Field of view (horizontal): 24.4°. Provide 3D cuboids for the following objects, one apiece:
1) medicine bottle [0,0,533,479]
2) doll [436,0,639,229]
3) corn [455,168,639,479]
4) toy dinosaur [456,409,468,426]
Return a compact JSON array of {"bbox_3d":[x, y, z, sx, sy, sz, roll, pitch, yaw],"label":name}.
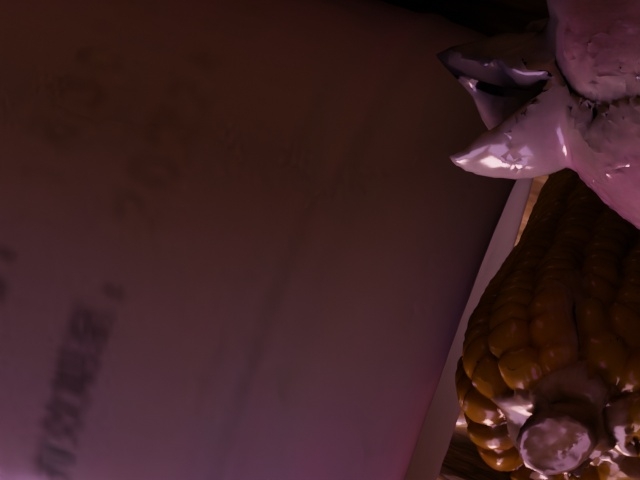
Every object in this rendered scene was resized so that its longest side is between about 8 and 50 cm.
[{"bbox_3d":[-0.098,0.006,0.508,0.302,0.241,0.241,19,163,10],"label":"medicine bottle"},{"bbox_3d":[0.131,-0.036,0.346,0.192,0.095,0.149,30,132,-33],"label":"doll"},{"bbox_3d":[0.088,0.014,0.446,0.068,0.068,0.207,18,-155,12],"label":"corn"},{"bbox_3d":[0.151,0.092,0.581,0.152,0.177,0.194,30,163,-23],"label":"toy dinosaur"}]
